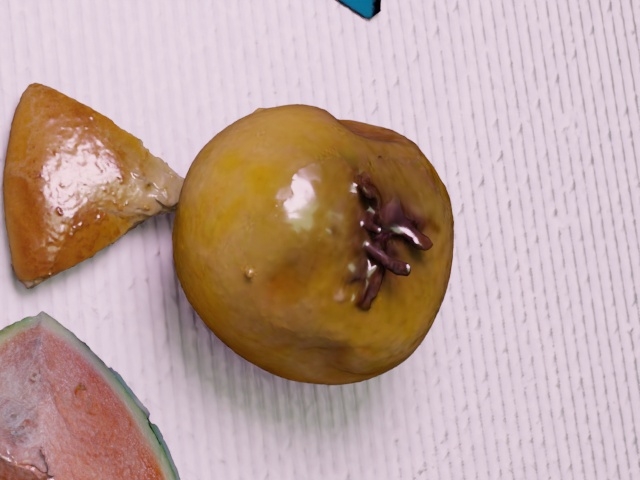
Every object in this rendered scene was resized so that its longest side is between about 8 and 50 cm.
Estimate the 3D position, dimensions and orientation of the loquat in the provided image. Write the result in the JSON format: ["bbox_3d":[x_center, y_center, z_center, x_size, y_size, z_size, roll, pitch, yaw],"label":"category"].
[{"bbox_3d":[-0.003,-0.005,1.075,0.213,0.213,0.213,5,77,-21],"label":"loquat"}]

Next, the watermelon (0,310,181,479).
[{"bbox_3d":[-0.175,0.154,1.040,0.231,0.128,0.146,46,38,-22],"label":"watermelon"}]

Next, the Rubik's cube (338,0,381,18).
[{"bbox_3d":[-0.066,-0.333,1.148,0.234,0.250,0.284,-1,84,-2],"label":"Rubik's cube"}]

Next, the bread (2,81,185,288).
[{"bbox_3d":[-0.181,-0.057,1.099,0.154,0.054,0.136,-29,88,-27],"label":"bread"}]
